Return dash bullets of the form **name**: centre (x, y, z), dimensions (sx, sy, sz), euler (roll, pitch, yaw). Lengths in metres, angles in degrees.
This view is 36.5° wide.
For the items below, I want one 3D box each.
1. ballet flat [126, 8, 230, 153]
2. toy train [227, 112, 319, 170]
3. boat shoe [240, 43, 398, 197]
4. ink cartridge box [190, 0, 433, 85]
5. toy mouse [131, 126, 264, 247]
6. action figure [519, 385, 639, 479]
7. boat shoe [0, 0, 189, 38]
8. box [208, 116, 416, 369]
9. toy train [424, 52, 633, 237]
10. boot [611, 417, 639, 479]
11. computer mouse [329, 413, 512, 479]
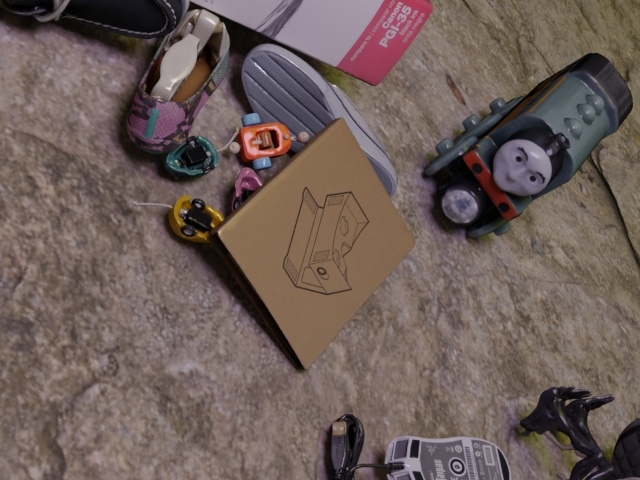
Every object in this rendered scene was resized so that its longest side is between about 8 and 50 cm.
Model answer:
- **ballet flat**: centre (-0.128, -0.174, 0.937), dimensions (0.077, 0.079, 0.221), euler (23, 44, -8)
- **toy train**: centre (-0.026, -0.055, 1.012), dimensions (0.125, 0.046, 0.166), euler (-17, 89, -22)
- **boat shoe**: centre (-0.002, -0.130, 1.066), dimensions (0.226, 0.083, 0.075), euler (48, 24, -24)
- **ink cartridge box**: centre (-0.046, -0.308, 1.044), dimensions (0.283, 0.117, 0.207), euler (18, 32, -37)
- **toy mouse**: centre (-0.101, -0.051, 0.936), dimensions (0.161, 0.031, 0.143), euler (26, 50, -24)
- **action figure**: centre (0.309, 0.295, 1.048), dimensions (0.164, 0.141, 0.275), euler (32, 42, -51)
- **boat shoe**: centre (-0.260, -0.240, 0.847), dimensions (0.303, 0.114, 0.091), euler (19, 52, -21)
- **box**: centre (0.000, 0.000, 0.956), dimensions (0.201, 0.021, 0.164), euler (-46, 114, -34)
- **toy train**: centre (0.270, -0.126, 1.233), dimensions (0.142, 0.190, 0.334), euler (55, 40, -3)
- **boot**: centre (0.482, 0.293, 1.260), dimensions (0.338, 0.118, 0.222), euler (54, 36, -24)
- **computer mouse**: centre (0.094, 0.225, 0.932), dimensions (0.193, 0.042, 0.106), euler (9, 52, -20)
